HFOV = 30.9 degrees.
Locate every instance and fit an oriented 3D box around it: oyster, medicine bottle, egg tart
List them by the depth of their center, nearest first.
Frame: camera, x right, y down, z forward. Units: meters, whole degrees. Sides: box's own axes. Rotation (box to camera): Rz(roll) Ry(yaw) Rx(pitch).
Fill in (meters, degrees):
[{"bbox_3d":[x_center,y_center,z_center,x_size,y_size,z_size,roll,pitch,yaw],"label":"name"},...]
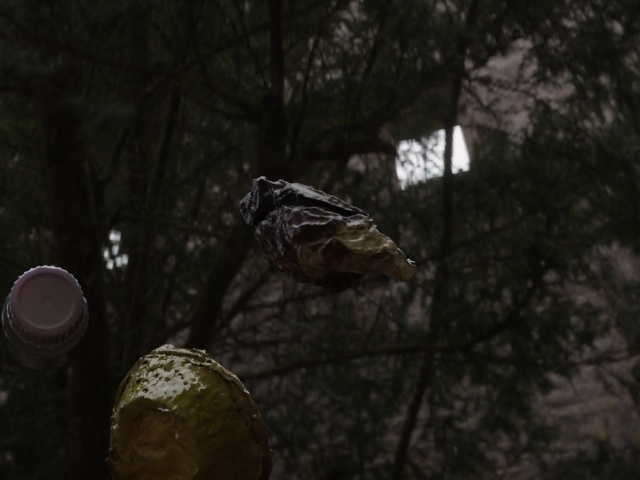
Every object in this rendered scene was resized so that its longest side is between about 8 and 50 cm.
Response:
[{"bbox_3d":[-0.263,0.075,1.108,0.083,0.083,0.203,14,-15,-12],"label":"medicine bottle"},{"bbox_3d":[-0.007,0.008,1.695,0.275,0.100,0.271,34,-22,1],"label":"oyster"},{"bbox_3d":[-0.242,0.345,1.945,0.345,0.132,0.345,4,-83,31],"label":"egg tart"}]
